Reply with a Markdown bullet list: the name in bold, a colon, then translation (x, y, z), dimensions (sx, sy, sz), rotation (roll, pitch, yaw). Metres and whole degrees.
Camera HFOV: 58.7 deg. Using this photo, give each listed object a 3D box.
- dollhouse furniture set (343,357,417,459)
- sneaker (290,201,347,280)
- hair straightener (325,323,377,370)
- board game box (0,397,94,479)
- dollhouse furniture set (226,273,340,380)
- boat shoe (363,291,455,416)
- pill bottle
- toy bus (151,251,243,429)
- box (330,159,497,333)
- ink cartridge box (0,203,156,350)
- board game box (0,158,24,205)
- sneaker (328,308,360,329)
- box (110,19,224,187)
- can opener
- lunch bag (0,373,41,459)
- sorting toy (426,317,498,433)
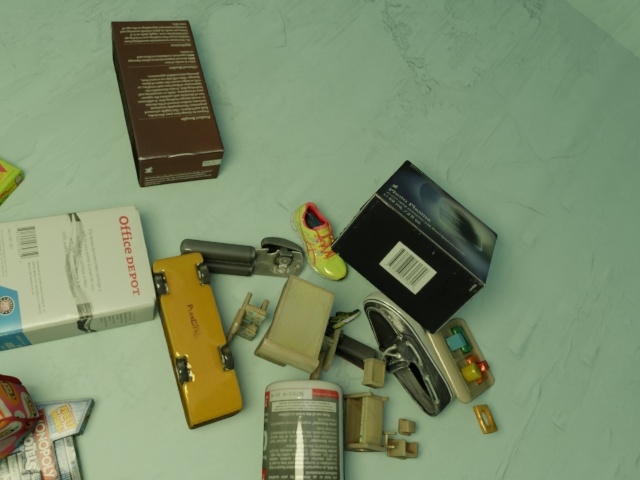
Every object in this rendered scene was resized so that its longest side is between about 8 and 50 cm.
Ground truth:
- **dollhouse furniture set**: translation (0.128, 0.370, 1.242), dimensions (0.161, 0.101, 0.182), rotation (26, 58, -33)
- **sneaker**: translation (0.000, 0.000, 1.345), dimensions (0.081, 0.094, 0.209), rotation (-27, 79, -27)
- **hair straightener**: translation (0.029, 0.204, 1.266), dimensions (0.230, 0.089, 0.047), rotation (34, 54, 1)
- **board game box**: translation (-0.505, 0.371, 1.041), dimensions (0.194, 0.060, 0.194), rotation (-14, 72, -22)
- **dollhouse furniture set**: translation (-0.075, 0.208, 1.140), dimensions (0.212, 0.242, 0.161), rotation (24, 49, -7)
- **boat shoe**: translation (0.183, 0.256, 1.278), dimensions (0.102, 0.108, 0.301), rotation (-32, 86, -41)
- **pill bottle**: translation (-0.033, 0.426, 1.107), dimensions (0.161, 0.161, 0.283), rotation (7, 65, -15)
- **toy bus**: translation (-0.255, 0.199, 1.155), dimensions (0.108, 0.130, 0.333), rotation (-13, 71, -21)
- **box**: translation (0.226, -0.001, 1.303), dimensions (0.296, 0.183, 0.294), rotation (40, 30, 2)
- **ink cartridge box**: translation (-0.503, 0.071, 1.134), dimensions (0.307, 0.129, 0.223), rotation (-10, 70, -21)
- **board game box**: translation (-0.742, -0.152, 1.207), dimensions (0.181, 0.043, 0.092), rotation (29, 61, -3)
- **sneaker**: translation (0.055, 0.176, 1.319), dimensions (0.083, 0.031, 0.035), rotation (-27, 77, -26)
- **box**: translation (-0.368, -0.330, 1.353), dimensions (0.191, 0.143, 0.382), rotation (-9, 68, -21)
- **can opener**: translation (-0.177, 0.032, 1.302), dimensions (0.283, 0.076, 0.095), rotation (7, 33, -14)
- **lunch bag**: translation (-0.599, 0.320, 0.860), dimensions (0.293, 0.258, 0.120), rotation (-33, 81, -18)
- **sorting toy**: translation (0.336, 0.267, 1.311), dimensions (0.196, 0.047, 0.348), rotation (-1, 63, -56)
